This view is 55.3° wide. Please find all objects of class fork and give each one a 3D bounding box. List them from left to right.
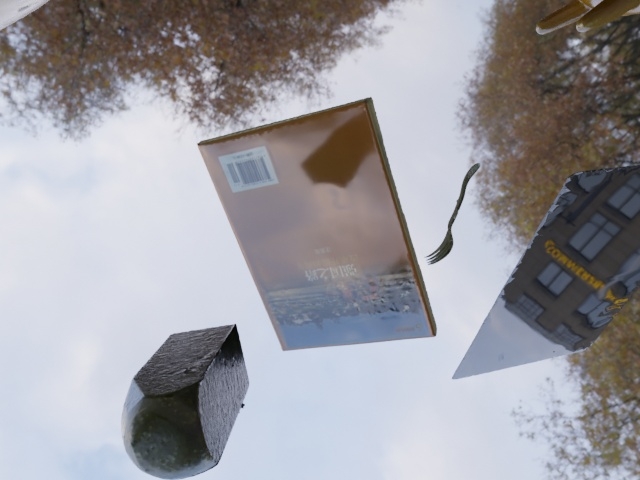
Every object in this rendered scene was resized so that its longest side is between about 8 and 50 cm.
[{"bbox_3d":[0.234,-0.048,1.039,0.219,0.028,0.034,-59,-44,-25],"label":"fork"}]

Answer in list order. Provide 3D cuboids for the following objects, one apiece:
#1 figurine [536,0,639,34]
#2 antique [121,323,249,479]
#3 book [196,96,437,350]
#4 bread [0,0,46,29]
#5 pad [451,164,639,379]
[{"bbox_3d":[0.442,-0.528,0.912,0.400,0.387,0.268,-1,-157,28],"label":"figurine"},{"bbox_3d":[-0.129,0.150,0.598,0.080,0.081,0.221,-11,-174,3],"label":"antique"},{"bbox_3d":[0.000,0.000,0.892,0.028,0.262,0.374,-62,-42,-57],"label":"book"},{"bbox_3d":[-0.276,-0.314,0.395,0.250,0.394,0.361,-28,-73,-43],"label":"bread"},{"bbox_3d":[0.213,0.032,0.504,0.159,0.265,0.009,-8,-130,-17],"label":"pad"}]
